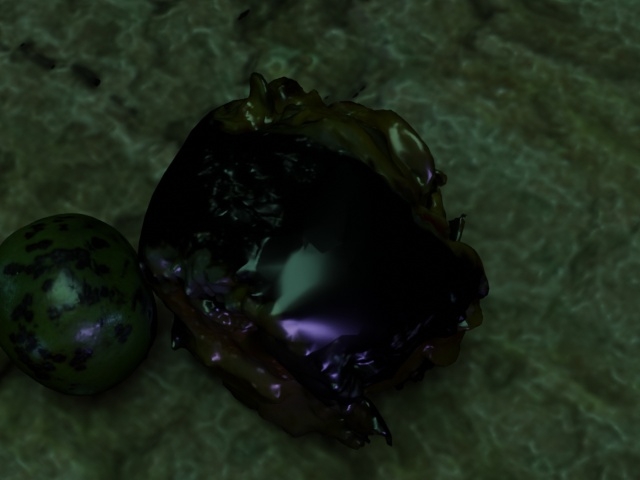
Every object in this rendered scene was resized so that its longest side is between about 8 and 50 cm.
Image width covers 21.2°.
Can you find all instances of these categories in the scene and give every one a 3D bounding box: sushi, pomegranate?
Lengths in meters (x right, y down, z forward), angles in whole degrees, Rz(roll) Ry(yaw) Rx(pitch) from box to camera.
[{"bbox_3d":[0.002,0.004,1.078,0.213,0.200,0.204,23,64,37],"label":"sushi"},{"bbox_3d":[-0.177,0.050,1.110,0.161,0.122,0.122,-30,63,19],"label":"pomegranate"}]
